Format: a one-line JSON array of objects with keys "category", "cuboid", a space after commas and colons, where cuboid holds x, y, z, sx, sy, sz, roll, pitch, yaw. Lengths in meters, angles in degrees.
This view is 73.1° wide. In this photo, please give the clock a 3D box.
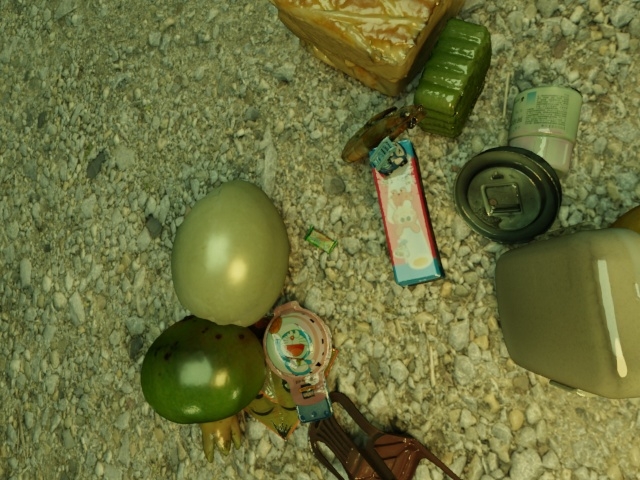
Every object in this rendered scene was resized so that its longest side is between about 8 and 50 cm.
[{"category": "clock", "cuboid": [0.388, -0.094, 0.906, 0.215, 0.042, 0.215, 25, 136, 28]}]

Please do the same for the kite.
[{"category": "kite", "cuboid": [-0.121, 0.349, 1.114, 0.377, 0.013, 0.328, -14, 80, 17]}]

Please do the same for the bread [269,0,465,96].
[{"category": "bread", "cuboid": [0.128, -0.579, 0.992, 0.390, 0.279, 0.371, 33, 98, 17]}]

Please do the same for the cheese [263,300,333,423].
[{"category": "cheese", "cuboid": [-0.047, 0.290, 1.047, 0.188, 0.074, 0.286, -20, 77, 18]}]

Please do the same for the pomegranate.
[{"category": "pomegranate", "cuboid": [-0.294, 0.359, 1.047, 0.309, 0.216, 0.359, -13, 85, 26]}]

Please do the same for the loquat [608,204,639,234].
[{"category": "loquat", "cuboid": [0.644, 0.070, 0.711, 0.328, 0.359, 0.329, -4, 72, 13]}]

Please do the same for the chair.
[{"category": "chair", "cuboid": [0.122, 0.495, 0.965, 0.176, 0.183, 0.326, -67, 26, 3]}]

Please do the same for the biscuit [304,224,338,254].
[{"category": "biscuit", "cuboid": [0.000, 0.000, 1.110, 0.089, 0.016, 0.046, 33, 95, 19]}]

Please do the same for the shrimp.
[{"category": "shrimp", "cuboid": [0.149, -0.267, 0.983, 0.058, 0.296, 0.169, 39, 63, -20]}]

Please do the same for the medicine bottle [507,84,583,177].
[{"category": "medicine bottle", "cuboid": [0.469, -0.225, 0.913, 0.135, 0.135, 0.169, 8, 87, 19]}]

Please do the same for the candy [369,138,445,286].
[{"category": "candy", "cuboid": [0.198, -0.053, 0.974, 0.100, 0.157, 0.306, -12, 80, 17]}]

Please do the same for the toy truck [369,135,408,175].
[{"category": "toy truck", "cuboid": [0.136, -0.174, 0.876, 0.073, 0.090, 0.056, -35, 75, 12]}]

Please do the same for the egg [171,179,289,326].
[{"category": "egg", "cuboid": [-0.209, 0.025, 1.039, 0.278, 0.278, 0.336, 13, 89, 20]}]

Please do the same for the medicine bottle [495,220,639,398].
[{"category": "medicine bottle", "cuboid": [0.428, 0.121, 0.760, 0.122, 0.375, 0.283, -6, 82, -1]}]

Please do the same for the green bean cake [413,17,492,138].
[{"category": "green bean cake", "cuboid": [0.291, -0.348, 0.951, 0.113, 0.200, 0.214, 25, 93, 20]}]
